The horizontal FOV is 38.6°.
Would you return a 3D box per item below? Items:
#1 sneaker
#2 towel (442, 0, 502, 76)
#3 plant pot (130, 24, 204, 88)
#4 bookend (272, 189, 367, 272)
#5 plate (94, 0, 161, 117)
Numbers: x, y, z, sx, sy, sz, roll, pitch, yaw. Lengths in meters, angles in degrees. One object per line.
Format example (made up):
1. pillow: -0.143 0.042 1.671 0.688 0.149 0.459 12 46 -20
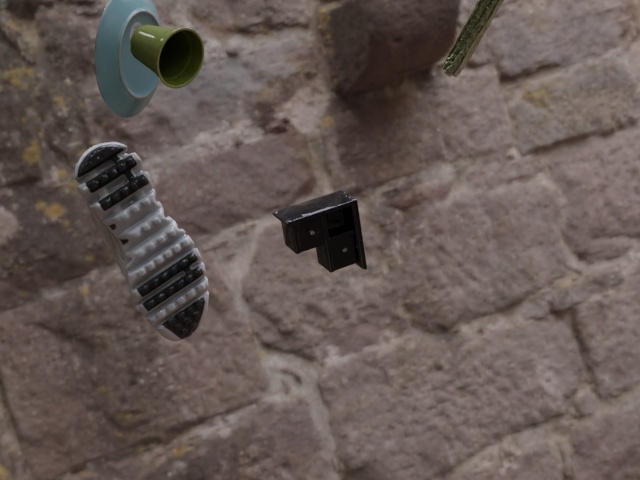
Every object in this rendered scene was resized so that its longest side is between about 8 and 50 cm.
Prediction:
1. sneaker: -0.247 0.001 1.264 0.110 0.292 0.118 -29 14 -22
2. towel: 0.200 -0.273 1.159 0.148 0.027 0.110 -62 -4 17
3. plant pot: -0.215 -0.258 1.240 0.079 0.083 0.083 27 28 32
4. bookend: 0.000 0.000 1.829 0.157 0.156 0.072 -18 26 -20
5. plate: -0.268 -0.271 1.332 0.024 0.188 0.188 10 10 18
